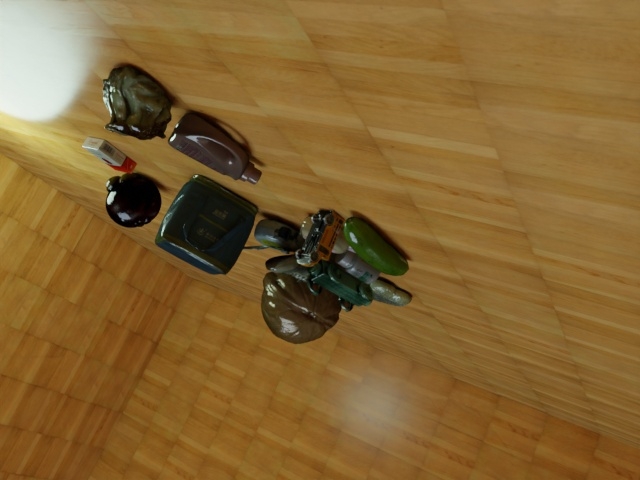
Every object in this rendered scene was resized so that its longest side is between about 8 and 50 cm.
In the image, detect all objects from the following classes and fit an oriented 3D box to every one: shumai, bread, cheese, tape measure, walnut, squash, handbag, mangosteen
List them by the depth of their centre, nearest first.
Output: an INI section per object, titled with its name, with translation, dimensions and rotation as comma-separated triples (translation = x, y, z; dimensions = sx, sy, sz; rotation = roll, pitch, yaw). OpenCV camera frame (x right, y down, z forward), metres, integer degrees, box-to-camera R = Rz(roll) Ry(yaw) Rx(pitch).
[shumai]
translation = -0.430, -0.291, 1.501
dimensions = 0.184, 0.142, 0.184
rotation = 22, 163, 7
[squash]
translation = 0.146, 0.026, 1.776
dimensions = 0.082, 0.082, 0.292
rotation = 12, 161, 42
[cheese]
translation = 0.051, 0.003, 1.896
dimensions = 0.227, 0.064, 0.137
rotation = 26, 170, 4
[handbag]
translation = -0.355, -0.041, 2.073
dimensions = 0.263, 0.241, 0.222
rotation = 28, 166, -15
[tape measure]
translation = -0.190, -0.018, 2.172
dimensions = 0.330, 0.084, 0.164
rotation = 5, 153, 45
[bread]
translation = 0.167, 0.160, 2.293
dimensions = 0.286, 0.056, 0.207
rotation = 9, 160, 46
[walnut]
translation = -0.071, 0.205, 2.333
dimensions = 0.333, 0.333, 0.333
rotation = 24, 166, 6
[mangosteen]
translation = -0.673, -0.145, 2.373
dimensions = 0.210, 0.210, 0.210
rotation = 24, 166, 6

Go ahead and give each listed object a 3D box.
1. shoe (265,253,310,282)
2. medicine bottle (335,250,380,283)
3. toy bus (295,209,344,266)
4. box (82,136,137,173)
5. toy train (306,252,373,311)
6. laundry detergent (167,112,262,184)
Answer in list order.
[shoe]
translation = -0.057, 0.087, 2.095
dimensions = 0.275, 0.098, 0.103
rotation = -2, 173, -40
[medicine bottle]
translation = 0.114, 0.069, 1.990
dimensions = 0.130, 0.080, 0.080
rotation = 30, 165, -22
[toy bus]
translation = 0.000, 0.000, 1.771
dimensions = 0.074, 0.162, 0.069
rotation = 32, 165, -35
[box]
translation = -0.701, -0.283, 2.202
dimensions = 0.100, 0.048, 0.152
rotation = 17, 166, 39
[toy train]
translation = 0.059, 0.105, 2.071
dimensions = 0.116, 0.177, 0.285
rotation = -31, 137, 30
[laundry detergent]
translation = -0.238, -0.213, 1.586
dimensions = 0.237, 0.076, 0.171
rotation = 30, 165, -19
